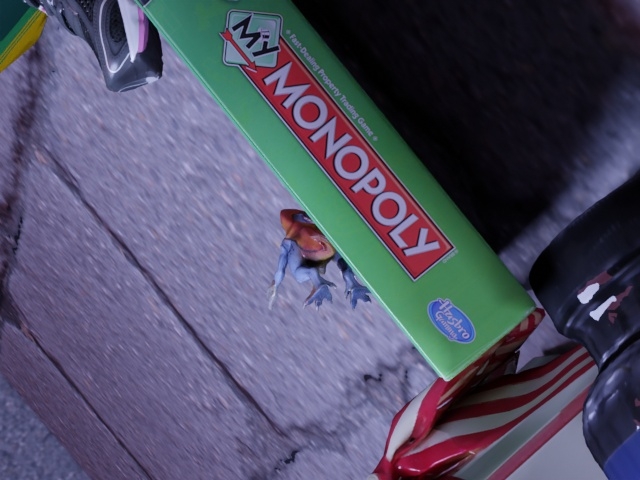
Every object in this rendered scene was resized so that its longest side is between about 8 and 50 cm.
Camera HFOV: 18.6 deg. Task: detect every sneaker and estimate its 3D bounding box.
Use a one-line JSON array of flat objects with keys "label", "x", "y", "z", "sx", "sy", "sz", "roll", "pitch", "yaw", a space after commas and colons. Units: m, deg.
[{"label": "sneaker", "x": -0.138, "y": -0.142, "z": 1.006, "sx": 0.072, "sy": 0.077, "sz": 0.178, "roll": 72, "pitch": 173, "yaw": -59}]

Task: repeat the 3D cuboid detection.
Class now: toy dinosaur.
[{"label": "toy dinosaur", "x": 0.000, "y": 0.000, "z": 0.961, "sx": 0.090, "sy": 0.047, "sz": 0.082, "roll": 97, "pitch": 156, "yaw": -44}]

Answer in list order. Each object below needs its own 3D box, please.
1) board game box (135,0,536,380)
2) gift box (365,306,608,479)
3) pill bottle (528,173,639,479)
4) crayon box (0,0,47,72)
[{"label": "board game box", "x": -0.004, "y": -0.049, "z": 0.836, "sx": 0.213, "sy": 0.046, "sz": 0.317, "roll": 50, "pitch": -179, "yaw": -1}, {"label": "gift box", "x": 0.109, "y": 0.182, "z": 0.864, "sx": 0.258, "sy": 0.255, "sz": 0.276, "roll": 48, "pitch": 169, "yaw": 2}, {"label": "pill bottle", "x": 0.168, "y": 0.078, "z": 0.677, "sx": 0.219, "sy": 0.123, "sz": 0.123, "roll": 59, "pitch": 166, "yaw": 19}, {"label": "crayon box", "x": -0.312, "y": -0.267, "z": 1.193, "sx": 0.363, "sy": 0.106, "sz": 0.313, "roll": 48, "pitch": 162, "yaw": -2}]
